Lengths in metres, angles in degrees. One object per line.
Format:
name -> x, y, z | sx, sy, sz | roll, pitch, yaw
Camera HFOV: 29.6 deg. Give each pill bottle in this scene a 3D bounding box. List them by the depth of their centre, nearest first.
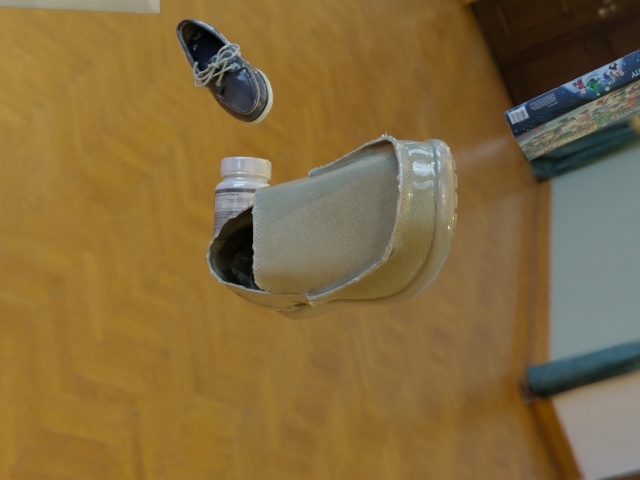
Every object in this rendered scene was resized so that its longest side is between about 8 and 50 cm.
pill bottle -> -0.098, -0.034, 1.544 | 0.078, 0.078, 0.137 | 19, 72, -65

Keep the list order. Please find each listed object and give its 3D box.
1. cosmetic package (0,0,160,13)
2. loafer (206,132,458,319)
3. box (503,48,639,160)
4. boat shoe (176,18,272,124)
cosmetic package -> -0.291, -0.307, 0.827 | 0.377, 0.097, 0.284 | -4, 106, -29
loafer -> 0.000, 0.000, 0.834 | 0.092, 0.268, 0.102 | 7, 70, -26
box -> 0.399, -0.202, 1.806 | 0.044, 0.233, 0.159 | 69, 13, 16
boat shoe -> -0.160, -0.282, 1.974 | 0.079, 0.095, 0.254 | 31, 21, -48
